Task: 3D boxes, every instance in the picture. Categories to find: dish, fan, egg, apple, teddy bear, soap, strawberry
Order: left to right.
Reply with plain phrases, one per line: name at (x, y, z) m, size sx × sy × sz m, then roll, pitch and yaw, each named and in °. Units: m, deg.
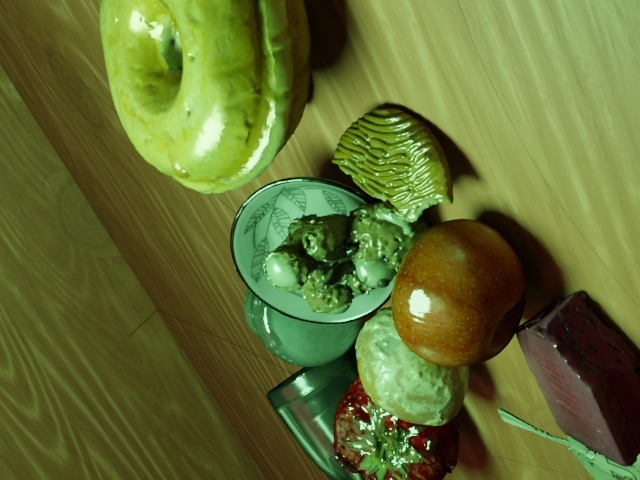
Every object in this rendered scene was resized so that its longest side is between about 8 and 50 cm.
dish at (0.000, 0.000, 1.899) m, size 0.316 × 0.106 × 0.316 m, roll 6°, pitch 125°, yaw 9°
teddy bear at (0.060, 0.017, 1.740) m, size 0.256 × 0.156 × 0.267 m, roll -8°, pitch 159°, yaw 18°
strawberry at (0.160, 0.366, 2.154) m, size 0.274 × 0.220 × 0.274 m, roll 5°, pitch 102°, yaw 25°
egg at (0.164, 0.227, 1.918) m, size 0.233 × 0.195 × 0.195 m, roll 57°, pitch 159°, yaw 0°
apple at (0.212, 0.087, 1.574) m, size 0.173 × 0.210 × 0.235 m, roll 29°, pitch 164°, yaw 34°
fan at (0.444, 0.360, 1.813) m, size 0.414 × 0.012 × 0.233 m, roll 12°, pitch 136°, yaw 58°
soap at (0.384, 0.190, 1.550) m, size 0.250 × 0.099 × 0.162 m, roll 61°, pitch 164°, yaw -24°

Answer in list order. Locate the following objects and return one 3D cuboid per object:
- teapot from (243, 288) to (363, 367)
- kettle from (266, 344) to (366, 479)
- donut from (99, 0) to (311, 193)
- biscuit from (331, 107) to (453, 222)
teapot at (-0.076, 0.108, 2.193) m, size 0.305 × 0.223 × 0.285 m, roll 52°, pitch 166°, yaw -9°
kettle at (0.069, 0.411, 2.383) m, size 0.324 × 0.228 × 0.321 m, roll 57°, pitch -167°, yaw 3°
donut at (-0.182, -0.290, 1.608) m, size 0.449 × 0.198 × 0.449 m, roll 17°, pitch 114°, yaw 45°
biscuit at (0.100, -0.111, 1.594) m, size 0.228 × 0.031 × 0.176 m, roll -9°, pitch 86°, yaw 46°
